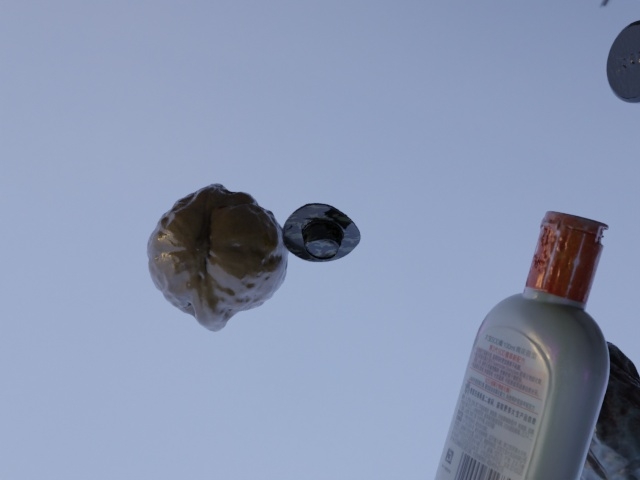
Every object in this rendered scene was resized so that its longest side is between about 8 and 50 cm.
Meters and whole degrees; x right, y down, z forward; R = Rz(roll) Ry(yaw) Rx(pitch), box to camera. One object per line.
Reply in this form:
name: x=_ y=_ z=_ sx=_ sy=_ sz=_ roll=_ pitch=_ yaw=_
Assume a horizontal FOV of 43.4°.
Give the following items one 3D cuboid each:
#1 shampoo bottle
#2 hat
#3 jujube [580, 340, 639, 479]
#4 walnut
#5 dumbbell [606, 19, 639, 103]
shampoo bottle: x=0.136 y=0.091 z=0.521 sx=0.051 sy=0.220 sz=0.108 roll=15 pitch=-179 yaw=-27
hat: x=0.000 y=0.000 z=1.219 sx=0.121 sy=0.121 sz=0.050 roll=17 pitch=-146 yaw=-7
jujube: x=0.479 y=0.307 z=1.351 sx=0.226 sy=0.226 sz=0.317 roll=-4 pitch=-142 yaw=-30
walnut: x=-0.164 y=0.028 z=1.318 sx=0.225 sy=0.257 sz=0.257 roll=-1 pitch=-142 yaw=5
dumbbell: x=0.457 y=-0.213 z=0.989 sx=0.191 sy=0.100 sz=0.100 roll=-1 pitch=-138 yaw=-23
